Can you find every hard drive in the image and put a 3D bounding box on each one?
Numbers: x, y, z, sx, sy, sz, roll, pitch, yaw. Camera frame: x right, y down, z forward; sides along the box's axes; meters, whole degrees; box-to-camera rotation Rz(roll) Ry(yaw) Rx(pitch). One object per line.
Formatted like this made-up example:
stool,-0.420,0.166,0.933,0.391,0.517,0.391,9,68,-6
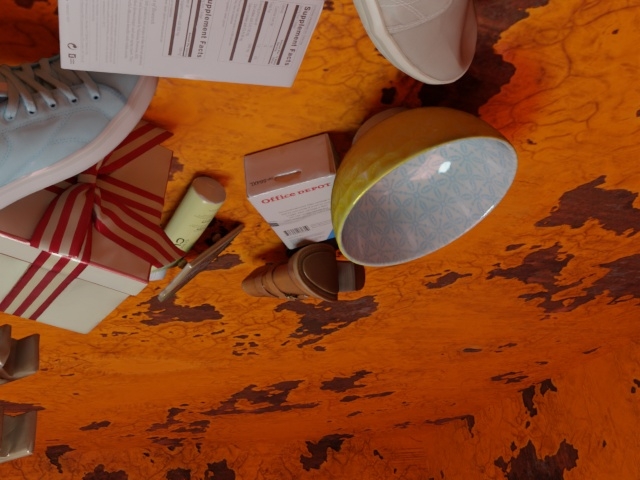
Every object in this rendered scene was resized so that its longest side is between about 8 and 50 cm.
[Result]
hard drive,0.000,0.000,1.367,0.094,0.022,0.135,6,150,-26

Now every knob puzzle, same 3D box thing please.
knob puzzle,-0.244,0.049,1.280,0.213,0.030,0.213,-43,-179,1

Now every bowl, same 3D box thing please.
bowl,0.130,-0.107,1.024,0.289,0.156,0.289,-19,150,-12

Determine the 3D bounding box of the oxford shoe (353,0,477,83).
oxford shoe,0.100,-0.299,0.643,0.130,0.169,0.449,11,159,28

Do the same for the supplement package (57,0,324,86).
supplement package,-0.136,-0.259,0.695,0.244,0.139,0.134,0,153,-19

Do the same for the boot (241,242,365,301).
boot,-0.060,0.066,1.320,0.220,0.109,0.283,-4,179,23

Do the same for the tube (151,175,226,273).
tube,-0.240,-0.012,1.186,0.070,0.062,0.240,24,131,-21

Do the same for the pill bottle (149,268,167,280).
pill bottle,-0.375,0.046,1.256,0.169,0.094,0.094,-6,156,-34

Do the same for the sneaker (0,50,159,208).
sneaker,-0.338,-0.137,0.740,0.366,0.135,0.150,-41,161,-19

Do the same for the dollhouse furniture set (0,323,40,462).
dollhouse furniture set,-0.663,0.146,1.047,0.256,0.394,0.362,-20,151,21

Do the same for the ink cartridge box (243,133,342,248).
ink cartridge box,-0.022,-0.077,1.141,0.148,0.086,0.203,-14,152,11

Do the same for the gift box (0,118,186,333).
gift box,-0.341,-0.039,0.950,0.276,0.255,0.258,17,146,-31
